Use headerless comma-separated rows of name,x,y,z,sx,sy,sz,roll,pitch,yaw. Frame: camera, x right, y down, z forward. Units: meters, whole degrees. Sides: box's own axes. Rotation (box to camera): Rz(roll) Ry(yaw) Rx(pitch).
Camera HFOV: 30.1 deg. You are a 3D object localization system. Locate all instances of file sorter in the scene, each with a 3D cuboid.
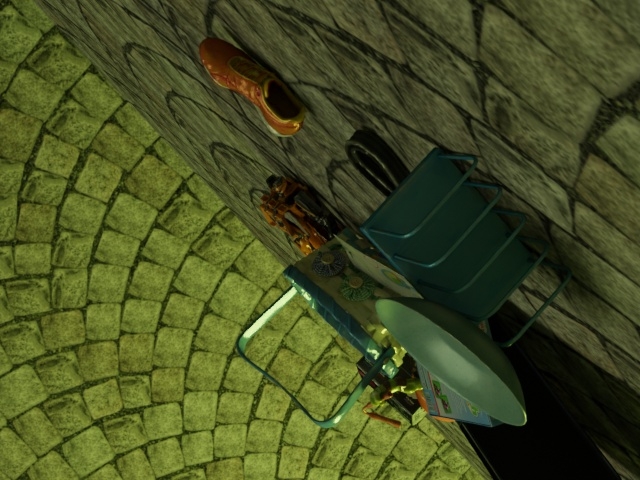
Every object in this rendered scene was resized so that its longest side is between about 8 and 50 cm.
file sorter,0.151,0.010,1.196,0.170,0.118,0.104,47,170,-19

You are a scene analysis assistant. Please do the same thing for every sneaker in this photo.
sneaker,-0.085,-0.212,1.565,0.175,0.064,0.067,39,153,3

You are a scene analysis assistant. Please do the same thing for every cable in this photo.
cable,0.117,-0.011,1.457,0.139,0.072,0.287,29,164,46

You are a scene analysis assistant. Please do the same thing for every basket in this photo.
basket,0.023,0.138,1.967,0.255,0.289,0.201,36,174,37

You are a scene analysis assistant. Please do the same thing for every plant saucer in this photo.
plant saucer,0.142,0.113,1.215,0.195,0.037,0.195,40,167,11

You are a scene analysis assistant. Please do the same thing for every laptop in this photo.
laptop,0.358,0.282,1.642,0.408,0.236,0.382,15,-149,-39

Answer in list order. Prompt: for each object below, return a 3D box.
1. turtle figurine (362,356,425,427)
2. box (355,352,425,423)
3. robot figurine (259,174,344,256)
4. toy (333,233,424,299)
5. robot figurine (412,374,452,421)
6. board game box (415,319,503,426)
turtle figurine,0.199,0.200,1.895,0.217,0.269,0.087,93,169,-53
box,0.183,0.275,2.477,0.163,0.142,0.247,42,174,12
robot figurine,0.000,0.000,2.147,0.291,0.085,0.211,48,171,-27
toy,0.139,0.056,1.782,0.237,0.056,0.137,35,170,27
robot figurine,0.231,0.256,2.151,0.158,0.128,0.219,21,166,13
board game box,0.185,0.168,1.640,0.211,0.039,0.160,168,88,-73
